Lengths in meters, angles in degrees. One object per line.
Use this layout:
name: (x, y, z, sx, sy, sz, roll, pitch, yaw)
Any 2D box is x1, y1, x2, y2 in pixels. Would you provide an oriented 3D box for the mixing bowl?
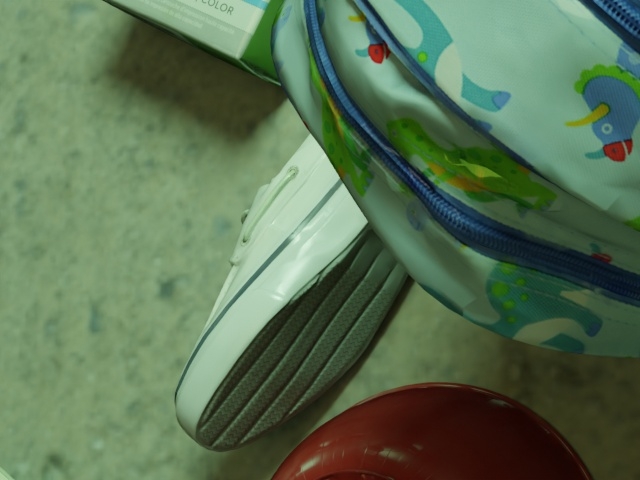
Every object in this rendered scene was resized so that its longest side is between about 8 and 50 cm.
mixing bowl: (0.034, 0.151, 0.818, 0.181, 0.098, 0.181, -4, 80, 25)

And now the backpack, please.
backpack: (0.154, -0.084, 0.659, 0.273, 0.355, 0.290, -36, 68, 16)

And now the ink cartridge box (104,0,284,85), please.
ink cartridge box: (-0.025, -0.197, 0.929, 0.109, 0.062, 0.209, 28, 92, 28)

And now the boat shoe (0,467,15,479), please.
boat shoe: (-0.229, 0.185, 0.901, 0.500, 0.156, 0.187, 24, 88, 28)

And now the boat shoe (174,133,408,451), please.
boat shoe: (0.000, 0.000, 0.882, 0.226, 0.083, 0.076, -48, 52, -2)
